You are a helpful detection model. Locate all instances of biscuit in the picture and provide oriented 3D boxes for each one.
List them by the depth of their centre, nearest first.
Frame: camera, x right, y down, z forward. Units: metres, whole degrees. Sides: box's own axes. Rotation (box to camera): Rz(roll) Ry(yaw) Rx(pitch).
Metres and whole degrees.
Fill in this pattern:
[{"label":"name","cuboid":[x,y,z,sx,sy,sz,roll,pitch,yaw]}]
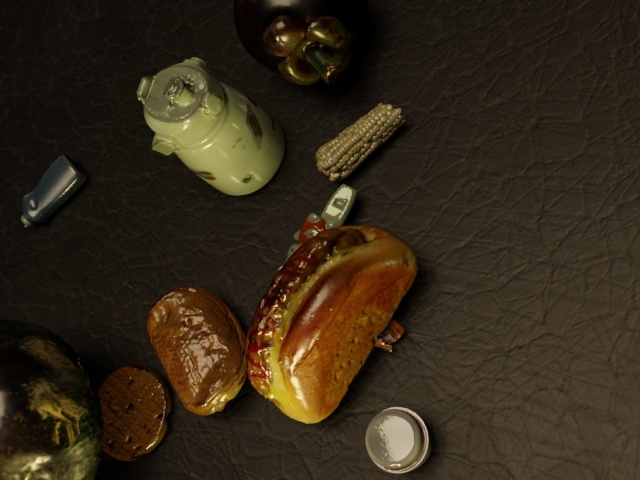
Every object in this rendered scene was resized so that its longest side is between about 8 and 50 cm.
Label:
[{"label":"biscuit","cuboid":[-0.413,0.371,1.749,0.212,0.036,0.212,-9,67,23]}]

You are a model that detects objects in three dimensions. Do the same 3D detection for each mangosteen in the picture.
[{"label":"mangosteen","cuboid":[-0.051,-0.480,1.720,0.297,0.296,0.313,5,36,26]}]

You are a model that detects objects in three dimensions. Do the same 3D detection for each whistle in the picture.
[{"label":"whistle","cuboid":[0.002,0.001,1.652,0.102,0.106,0.253,31,85,-11]}]

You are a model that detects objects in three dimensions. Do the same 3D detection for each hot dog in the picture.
[{"label":"hot dog","cuboid":[-0.002,0.137,1.514,0.185,0.223,0.405,31,90,42]},{"label":"hot dog","cuboid":[-0.250,0.232,1.676,0.196,0.122,0.272,-40,65,10]}]

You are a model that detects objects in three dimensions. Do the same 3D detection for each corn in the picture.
[{"label":"corn","cuboid":[0.081,-0.210,1.699,0.211,0.087,0.087,-40,61,3]}]

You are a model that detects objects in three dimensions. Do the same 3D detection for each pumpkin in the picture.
[{"label":"pumpkin","cuboid":[-0.634,0.380,1.655,0.455,0.344,0.453,21,117,48]}]

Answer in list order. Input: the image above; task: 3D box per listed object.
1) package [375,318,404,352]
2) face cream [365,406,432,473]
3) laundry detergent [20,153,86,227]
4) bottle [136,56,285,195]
[{"label":"package","cuboid":[0.109,0.175,1.576,0.111,0.033,0.077,27,95,35]},{"label":"face cream","cuboid":[0.143,0.361,1.455,0.117,0.104,0.117,-8,70,23]},{"label":"laundry detergent","cuboid":[-0.682,-0.115,2.031,0.206,0.061,0.097,-48,68,4]},{"label":"bottle","cuboid":[-0.249,-0.247,1.708,0.229,0.352,0.229,-9,70,24]}]
